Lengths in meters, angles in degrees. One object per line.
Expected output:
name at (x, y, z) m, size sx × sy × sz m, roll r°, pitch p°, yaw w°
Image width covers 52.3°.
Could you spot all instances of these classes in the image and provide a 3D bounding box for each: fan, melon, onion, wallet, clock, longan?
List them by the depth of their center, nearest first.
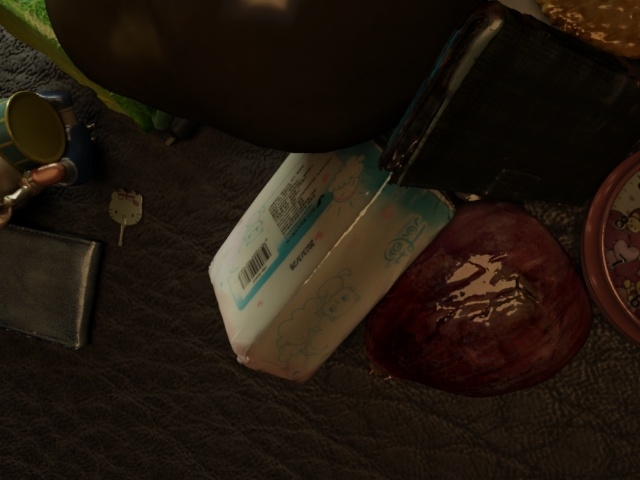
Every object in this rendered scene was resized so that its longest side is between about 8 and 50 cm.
longan at (-0.043, -0.252, 0.604) m, size 0.405 × 0.404 × 0.336 m, roll 6°, pitch 134°, yaw 16°
wallet at (0.206, -0.109, 0.613) m, size 0.169 × 0.317 × 0.044 m, roll -57°, pitch 49°, yaw 31°
clock at (0.398, 0.009, 0.684) m, size 0.245 × 0.056 × 0.244 m, roll -1°, pitch 84°, yaw 5°
onion at (0.157, 0.098, 0.730) m, size 0.283 × 0.120 × 0.227 m, roll -38°, pitch 94°, yaw 22°
melon at (-0.311, -0.287, 0.867) m, size 0.323 × 0.196 × 0.124 m, roll 40°, pitch 137°, yaw 4°
fan at (-0.278, -0.032, 0.923) m, size 0.056 × 0.004 × 0.083 m, roll 13°, pitch 97°, yaw 16°
wallet at (-0.426, 0.056, 0.957) m, size 0.222 × 0.036 × 0.167 m, roll 11°, pitch 94°, yaw 14°

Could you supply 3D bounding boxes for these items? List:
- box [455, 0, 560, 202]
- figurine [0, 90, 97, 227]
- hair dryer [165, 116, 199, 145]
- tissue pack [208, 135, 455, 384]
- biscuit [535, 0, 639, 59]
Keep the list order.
box at (0.151, -0.224, 0.763) m, size 0.205 × 0.051 × 0.365 m, roll -41°, pitch 81°, yaw 14°
figurine at (-0.444, -0.104, 0.888) m, size 0.276 × 0.158 × 0.161 m, roll -19°, pitch 59°, yaw 21°
hair dryer at (-0.144, -0.210, 0.853) m, size 0.124 × 0.071 × 0.219 m, roll 47°, pitch 112°, yaw 12°
tissue pack at (0.001, 0.001, 0.744) m, size 0.124 × 0.201 × 0.271 m, roll 32°, pitch 105°, yaw -32°
biscuit at (0.344, -0.311, 0.692) m, size 0.254 × 0.035 × 0.253 m, roll -1°, pitch 85°, yaw 7°
